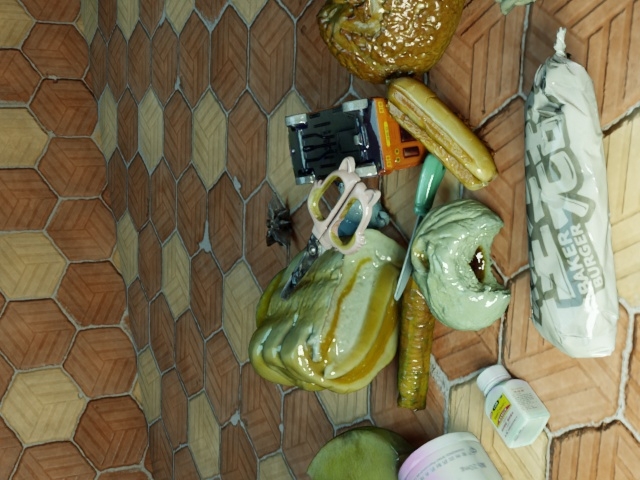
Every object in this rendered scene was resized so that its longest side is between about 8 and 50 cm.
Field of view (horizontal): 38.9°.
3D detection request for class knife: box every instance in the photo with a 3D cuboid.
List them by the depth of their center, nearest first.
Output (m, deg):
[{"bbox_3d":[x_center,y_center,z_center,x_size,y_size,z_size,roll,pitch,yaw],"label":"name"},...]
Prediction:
[{"bbox_3d":[0.167,-0.023,1.549,0.035,0.063,0.260,16,92,19],"label":"knife"}]

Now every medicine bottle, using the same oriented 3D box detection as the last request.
[{"bbox_3d":[0.293,0.252,1.401,0.118,0.055,0.074,59,143,41],"label":"medicine bottle"},{"bbox_3d":[0.241,0.444,1.416,0.254,0.152,0.152,60,142,41],"label":"medicine bottle"}]

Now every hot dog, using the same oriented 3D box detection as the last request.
[{"bbox_3d":[0.193,-0.185,1.460,0.249,0.076,0.102,46,168,17],"label":"hot dog"}]

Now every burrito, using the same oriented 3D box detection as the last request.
[{"bbox_3d":[0.336,-0.064,1.243,0.139,0.101,0.445,-177,82,-73],"label":"burrito"}]

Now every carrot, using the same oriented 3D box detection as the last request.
[{"bbox_3d":[0.170,0.181,1.607,0.070,0.070,0.260,29,119,57],"label":"carrot"}]

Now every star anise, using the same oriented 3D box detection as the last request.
[{"bbox_3d":[-0.101,-0.048,2.091,0.124,0.056,0.129,5,97,62],"label":"star anise"}]

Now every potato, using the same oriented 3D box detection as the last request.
[{"bbox_3d":[0.123,0.452,1.686,0.269,0.112,0.255,51,133,29],"label":"potato"}]

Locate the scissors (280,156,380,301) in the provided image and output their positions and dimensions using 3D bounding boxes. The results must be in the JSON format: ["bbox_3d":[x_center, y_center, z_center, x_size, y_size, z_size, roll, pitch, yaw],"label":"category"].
[{"bbox_3d":[0.000,0.000,1.604,0.160,0.024,0.317,53,128,29],"label":"scissors"}]

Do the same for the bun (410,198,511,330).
[{"bbox_3d":[0.214,0.039,1.452,0.204,0.127,0.212,-60,43,49],"label":"bun"}]

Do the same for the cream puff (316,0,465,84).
[{"bbox_3d":[0.103,-0.411,1.519,0.303,0.212,0.303,27,121,57],"label":"cream puff"}]

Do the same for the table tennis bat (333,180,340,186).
[{"bbox_3d":[0.022,-0.137,1.908,0.083,0.007,0.050,54,137,48],"label":"table tennis bat"}]

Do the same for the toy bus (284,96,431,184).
[{"bbox_3d":[0.060,-0.184,1.681,0.329,0.153,0.143,-2,99,60],"label":"toy bus"}]

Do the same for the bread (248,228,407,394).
[{"bbox_3d":[0.016,0.153,1.734,0.341,0.210,0.300,-17,45,56],"label":"bread"}]

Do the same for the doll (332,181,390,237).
[{"bbox_3d":[0.074,-0.048,1.774,0.120,0.075,0.180,38,161,7],"label":"doll"}]

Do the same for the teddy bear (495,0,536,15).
[{"bbox_3d":[0.269,-0.511,1.263,0.357,0.224,0.367,1,109,60],"label":"teddy bear"}]
